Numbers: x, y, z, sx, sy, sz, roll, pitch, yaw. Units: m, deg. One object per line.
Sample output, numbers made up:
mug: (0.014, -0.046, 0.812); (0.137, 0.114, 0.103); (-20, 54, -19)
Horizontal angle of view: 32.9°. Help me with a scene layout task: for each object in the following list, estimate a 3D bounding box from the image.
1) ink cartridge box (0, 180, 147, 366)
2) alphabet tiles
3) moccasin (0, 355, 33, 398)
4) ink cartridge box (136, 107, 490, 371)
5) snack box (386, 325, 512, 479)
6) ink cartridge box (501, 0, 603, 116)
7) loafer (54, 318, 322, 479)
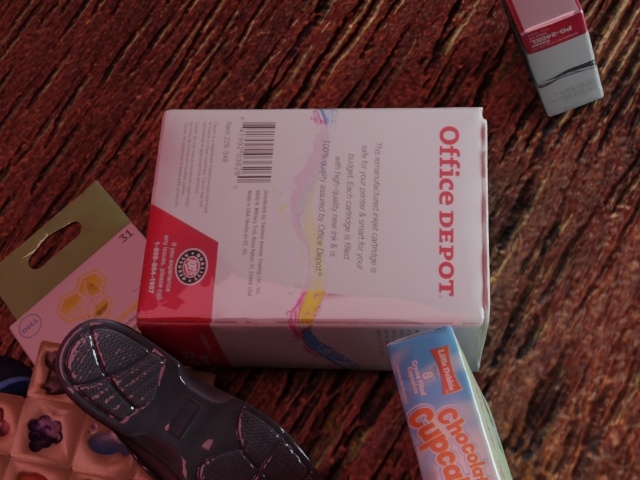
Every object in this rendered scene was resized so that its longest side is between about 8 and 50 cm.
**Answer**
ink cartridge box: (-0.251, 0.047, 1.145); (0.171, 0.056, 0.235); (-41, 60, -5)
alphabet tiles: (-0.208, 0.265, 0.971); (0.285, 0.011, 0.342); (11, 65, -4)
moccasin: (-0.430, 0.223, 1.061); (0.342, 0.138, 0.117); (-40, 54, -6)
ink cartridge box: (0.000, 0.000, 1.015); (0.306, 0.131, 0.226); (2, 63, 6)
snack box: (0.134, 0.245, 0.833); (0.060, 0.187, 0.322); (-19, 59, 8)
ink cartridge box: (0.223, -0.209, 1.070); (0.063, 0.150, 0.109); (-22, 58, 11)
loafer: (-0.107, 0.184, 0.969); (0.302, 0.095, 0.109); (41, 71, -1)
